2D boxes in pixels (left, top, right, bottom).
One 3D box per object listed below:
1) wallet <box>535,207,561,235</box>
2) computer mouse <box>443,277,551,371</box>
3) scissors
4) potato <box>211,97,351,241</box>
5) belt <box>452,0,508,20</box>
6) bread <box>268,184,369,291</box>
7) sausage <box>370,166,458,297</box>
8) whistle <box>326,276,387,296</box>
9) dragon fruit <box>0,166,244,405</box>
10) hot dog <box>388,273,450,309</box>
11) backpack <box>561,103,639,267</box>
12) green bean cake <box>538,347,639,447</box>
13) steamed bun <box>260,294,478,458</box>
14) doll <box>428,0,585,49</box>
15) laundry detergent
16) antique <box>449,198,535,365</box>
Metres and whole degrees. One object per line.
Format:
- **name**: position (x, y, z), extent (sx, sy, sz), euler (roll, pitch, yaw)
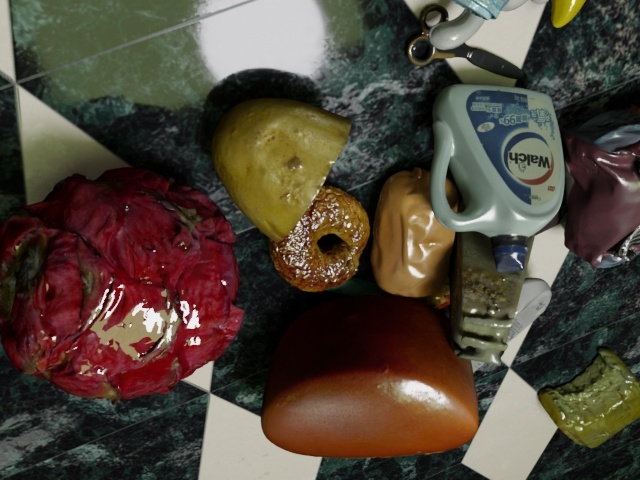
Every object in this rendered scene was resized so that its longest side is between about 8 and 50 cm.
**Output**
- **wallet**: position (0.372, -0.084, 0.997), extent (0.182, 0.049, 0.229), euler (-27, 129, -5)
- **computer mouse**: position (0.335, 0.170, 1.105), extent (0.297, 0.121, 0.184), euler (-48, 145, 11)
- **scissors**: position (0.235, -0.291, 0.829), extent (0.220, 0.017, 0.088), euler (11, 115, -26)
- **potato**: position (-0.076, -0.119, 0.751), extent (0.158, 0.178, 0.203), euler (26, 126, -14)
- **belt**: position (0.098, -0.364, 0.632), extent (0.302, 0.087, 0.072), euler (27, 118, -6)
- **bread**: position (0.000, 0.000, 0.894), extent (0.193, 0.064, 0.193), euler (-7, 113, -18)
- **sausage**: position (0.162, -0.011, 0.920), extent (0.136, 0.120, 0.241), euler (3, 115, -8)
- **whistle**: position (0.041, 0.083, 0.996), extent (0.186, 0.039, 0.039), euler (14, 117, -26)
- **dragon fruit**: position (-0.264, 0.058, 0.707), extent (0.329, 0.329, 0.329), euler (-9, 125, -14)
- **hot dog**: position (0.244, 0.098, 1.043), extent (0.252, 0.069, 0.131), euler (-22, 159, -6)
- **backpack**: position (0.605, -0.117, 0.963), extent (0.317, 0.197, 0.283), euler (-20, 125, -7)
- **green bean cake**: position (0.732, 0.427, 1.418), extent (0.236, 0.124, 0.233), euler (-41, 126, 10)
- **steamed bun**: position (0.076, 0.239, 0.941), extent (0.379, 0.235, 0.248), euler (-7, 127, 16)
- **doll**: position (0.266, -0.391, 0.714), extent (0.237, 0.111, 0.252), euler (-6, 118, -16)
- **laundry detergent**: position (0.270, -0.092, 0.826), extent (0.214, 0.105, 0.281), euler (4, 82, -12)
- **antique**: position (0.278, 0.067, 0.895), extent (0.150, 0.284, 0.125), euler (8, 139, 15)
